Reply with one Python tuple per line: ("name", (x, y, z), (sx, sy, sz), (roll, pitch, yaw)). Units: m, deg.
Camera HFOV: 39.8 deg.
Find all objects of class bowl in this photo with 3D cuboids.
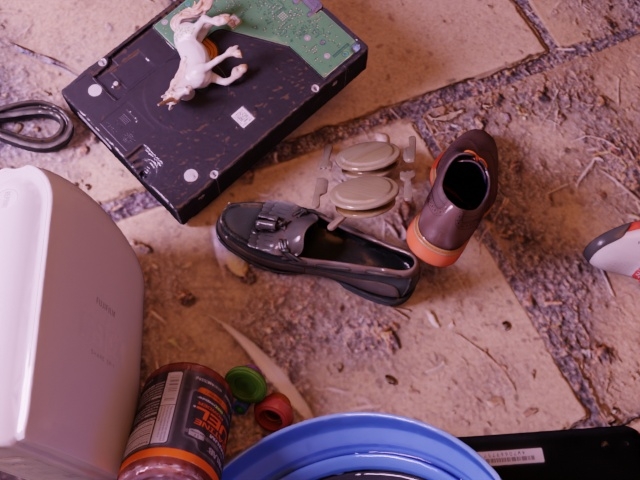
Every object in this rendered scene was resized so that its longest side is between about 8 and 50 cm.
("bowl", (0.013, 0.343, 0.838), (0.391, 0.077, 0.391), (-15, 38, 12))

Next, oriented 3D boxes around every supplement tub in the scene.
("supplement tub", (-0.152, 0.227, 0.920), (0.106, 0.106, 0.198), (9, 35, -4))

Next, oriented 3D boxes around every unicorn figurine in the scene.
("unicorn figurine", (-0.153, -0.229, 1.119), (0.111, 0.060, 0.162), (-18, 58, 3))

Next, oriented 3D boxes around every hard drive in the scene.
("hard drive", (-0.135, -0.213, 1.171), (0.339, 0.064, 0.237), (-43, 77, -13))

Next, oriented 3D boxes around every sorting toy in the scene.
("sorting toy", (-0.070, 0.176, 1.025), (0.102, 0.061, 0.042), (56, 31, -19))

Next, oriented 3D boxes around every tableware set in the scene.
("tableware set", (0.059, -0.074, 1.135), (0.128, 0.039, 0.194), (-4, 29, 9))

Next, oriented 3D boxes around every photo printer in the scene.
("photo printer", (-0.275, 0.091, 0.930), (0.107, 0.256, 0.308), (-8, 63, 11))

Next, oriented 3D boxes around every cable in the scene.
("cable", (-0.467, -0.168, 1.123), (0.287, 0.072, 0.140), (22, 69, 2))

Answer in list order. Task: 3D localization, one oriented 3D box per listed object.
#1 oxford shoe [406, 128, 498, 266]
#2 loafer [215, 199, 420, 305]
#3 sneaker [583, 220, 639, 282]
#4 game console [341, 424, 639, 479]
("oxford shoe", (0.193, -0.078, 1.137), (0.096, 0.098, 0.271), (27, 42, 0))
("loafer", (0.000, 0.000, 1.105), (0.267, 0.084, 0.096), (19, 65, 0))
("sneaker", (0.488, 0.051, 1.154), (0.270, 0.090, 0.145), (-3, 62, -13))
("game console", (0.222, 0.384, 0.978), (0.386, 0.060, 0.342), (-2, 59, -10))
